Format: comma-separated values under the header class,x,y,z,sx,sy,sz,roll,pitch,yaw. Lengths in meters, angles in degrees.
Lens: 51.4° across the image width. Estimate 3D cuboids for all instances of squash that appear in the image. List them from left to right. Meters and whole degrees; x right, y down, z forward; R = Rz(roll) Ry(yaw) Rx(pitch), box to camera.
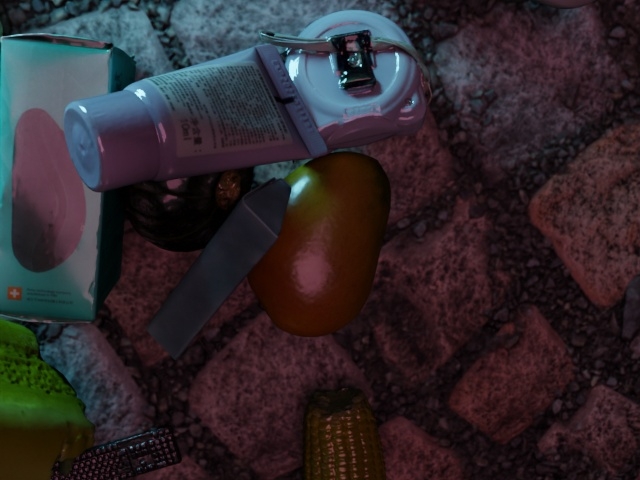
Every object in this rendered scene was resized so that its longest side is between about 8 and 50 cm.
class,x,y,z,sx,sy,sz,roll,pitch,yaw
squash,-0.164,-0.083,0.824,0.156,0.193,0.193,38,94,10

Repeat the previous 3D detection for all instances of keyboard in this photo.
class,x,y,z,sx,sy,sz,roll,pitch,yaw
keyboard,-0.309,0.326,0.967,0.204,0.013,0.061,-15,103,-4

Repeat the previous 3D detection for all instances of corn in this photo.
class,x,y,z,sx,sy,sz,roll,pitch,yaw
corn,0.036,0.386,0.967,0.131,0.131,0.345,-6,100,-6

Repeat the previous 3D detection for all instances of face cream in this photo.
class,x,y,z,sx,sy,sz,roll,pitch,yaw
face cream,-0.126,-0.131,0.713,0.274,0.096,0.154,-21,78,-35

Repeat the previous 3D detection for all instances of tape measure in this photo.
class,x,y,z,sx,sy,sz,roll,pitch,yaw
tape measure,0.034,-0.205,0.840,0.196,0.105,0.178,-18,73,0

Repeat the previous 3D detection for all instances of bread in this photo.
class,x,y,z,sx,sy,sz,roll,pitch,yaw
bread,-0.470,0.187,0.751,0.208,0.376,0.251,-45,58,0

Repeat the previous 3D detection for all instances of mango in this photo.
class,x,y,z,sx,sy,sz,roll,pitch,yaw
mango,-0.007,0.001,0.885,0.175,0.139,0.255,13,90,-15

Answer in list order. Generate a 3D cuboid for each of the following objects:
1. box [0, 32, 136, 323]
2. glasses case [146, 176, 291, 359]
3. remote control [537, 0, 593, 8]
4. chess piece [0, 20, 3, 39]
class,x,y,z,sx,sy,sz,roll,pitch,yaw
box,-0.301,-0.078,0.798,0.118,0.205,0.311,6,101,-11
glasses case,-0.132,0.033,0.826,0.056,0.105,0.266,30,127,-17
remote control,0.279,-0.455,0.836,0.221,0.103,0.332,-34,105,-28
chess piece,-0.455,-0.290,0.792,0.138,0.124,0.307,-31,109,-34
